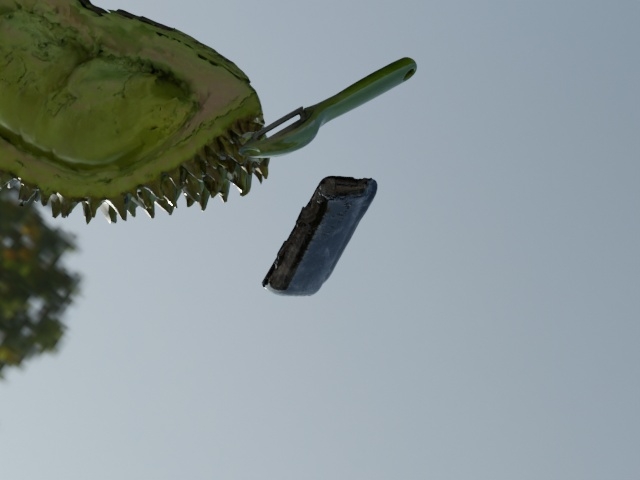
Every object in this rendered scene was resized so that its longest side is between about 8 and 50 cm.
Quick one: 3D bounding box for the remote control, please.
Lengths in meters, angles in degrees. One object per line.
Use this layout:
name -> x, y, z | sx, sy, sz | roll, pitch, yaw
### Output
remote control -> 0.000, 0.000, 1.106 | 0.096, 0.039, 0.014 | -61, -141, 39

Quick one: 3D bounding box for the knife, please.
knife -> 0.010, -0.090, 1.357 | 0.026, 0.022, 0.184 | 43, -134, 16

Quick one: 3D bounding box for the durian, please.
durian -> -0.178, -0.116, 1.438 | 0.351, 0.158, 0.169 | 28, -68, 21
